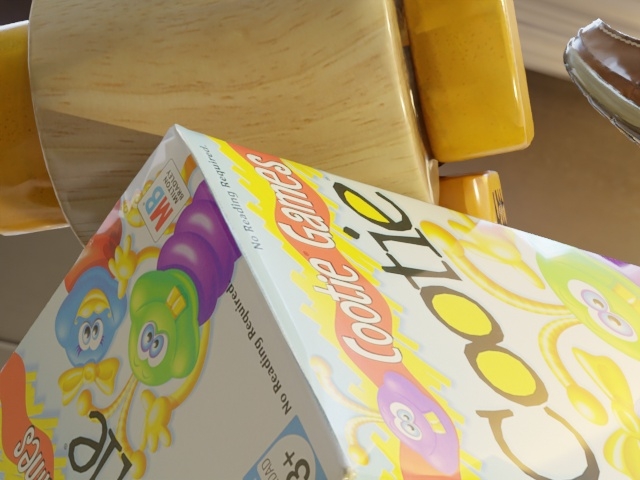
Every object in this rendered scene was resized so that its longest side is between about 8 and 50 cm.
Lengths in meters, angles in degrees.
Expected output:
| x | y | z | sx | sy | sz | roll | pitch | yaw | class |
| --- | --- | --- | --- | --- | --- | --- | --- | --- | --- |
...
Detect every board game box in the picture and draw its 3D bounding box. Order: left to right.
| x | y | z | sx | sy | sz | roll | pitch | yaw | class |
| --- | --- | --- | --- | --- | --- | --- | --- | --- | --- |
| 0.045 | 0.086 | 0.515 | 0.142 | 0.275 | 0.144 | -52 | -134 | 26 | board game box |

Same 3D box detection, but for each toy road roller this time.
| x | y | z | sx | sy | sz | roll | pitch | yaw | class |
| --- | --- | --- | --- | --- | --- | --- | --- | --- | --- |
| 0.000 | 0.000 | 0.655 | 0.329 | 0.202 | 0.240 | -18 | 98 | -80 | toy road roller |

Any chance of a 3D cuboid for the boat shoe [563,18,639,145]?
| x | y | z | sx | sy | sz | roll | pitch | yaw | class |
| --- | --- | --- | --- | --- | --- | --- | --- | --- | --- |
| 0.303 | -0.086 | 1.061 | 0.120 | 0.122 | 0.324 | -51 | -140 | 10 | boat shoe |
